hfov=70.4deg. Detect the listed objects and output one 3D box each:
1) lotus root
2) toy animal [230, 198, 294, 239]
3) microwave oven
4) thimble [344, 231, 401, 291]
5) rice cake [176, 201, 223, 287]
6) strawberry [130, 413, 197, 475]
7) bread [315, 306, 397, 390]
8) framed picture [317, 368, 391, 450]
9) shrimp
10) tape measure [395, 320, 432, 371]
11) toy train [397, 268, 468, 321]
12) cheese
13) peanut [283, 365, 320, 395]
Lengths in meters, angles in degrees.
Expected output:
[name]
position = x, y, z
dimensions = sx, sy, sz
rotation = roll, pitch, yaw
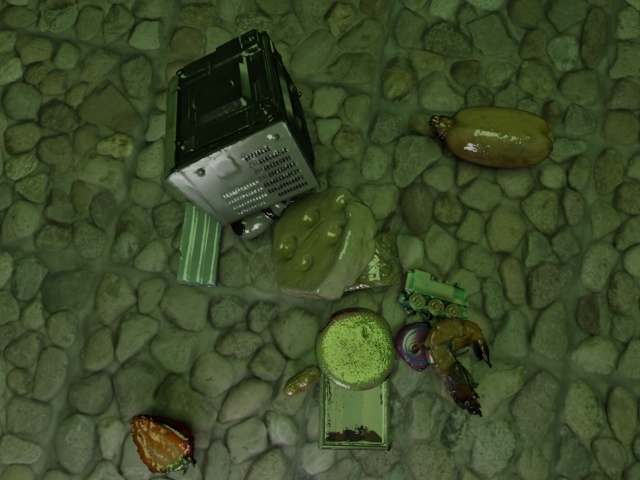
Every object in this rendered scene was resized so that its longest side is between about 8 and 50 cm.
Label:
[lotus root]
position = 0.472, -0.292, 1.271
dimensions = 0.343, 0.151, 0.169
rotation = 9, 66, 7
[toy animal]
position = -0.168, -0.090, 1.241
dimensions = 0.225, 0.094, 0.121
rotation = -35, 86, 22
[microwave oven]
position = -0.209, -0.288, 1.133
dimensions = 0.333, 0.247, 0.394
rotation = -23, 51, 11
[thimble]
position = 0.119, 0.060, 1.229
dimensions = 0.191, 0.137, 0.143
rotation = -10, 83, 14
[rice cake]
position = -0.341, 0.011, 1.289
dimensions = 0.127, 0.043, 0.236
rotation = 7, 81, 2
[strawberry]
position = -0.403, 0.529, 1.189
dimensions = 0.193, 0.085, 0.140
rotation = 9, 89, 8
[bread]
position = 0.099, 0.291, 1.231
dimensions = 0.229, 0.033, 0.228
rotation = 0, 73, 1
[framed picture]
position = 0.093, 0.436, 1.229
dimensions = 0.197, 0.014, 0.252
rotation = 1, 81, 1
[shrimp]
position = 0.379, 0.320, 1.192
dimensions = 0.178, 0.075, 0.289
rotation = -36, 98, -18
[tape measure]
position = 0.265, 0.284, 1.221
dimensions = 0.118, 0.074, 0.125
rotation = -26, 86, -9
[toy train]
position = 0.310, 0.155, 1.236
dimensions = 0.194, 0.080, 0.125
rotation = 16, 69, -1
[cheese]
position = 0.000, 0.000, 1.172
dimensions = 0.318, 0.115, 0.326
rotation = -48, 45, 22
[peanut]
position = -0.050, 0.380, 1.221
dimensions = 0.113, 0.054, 0.053
rotation = -32, 82, -7
